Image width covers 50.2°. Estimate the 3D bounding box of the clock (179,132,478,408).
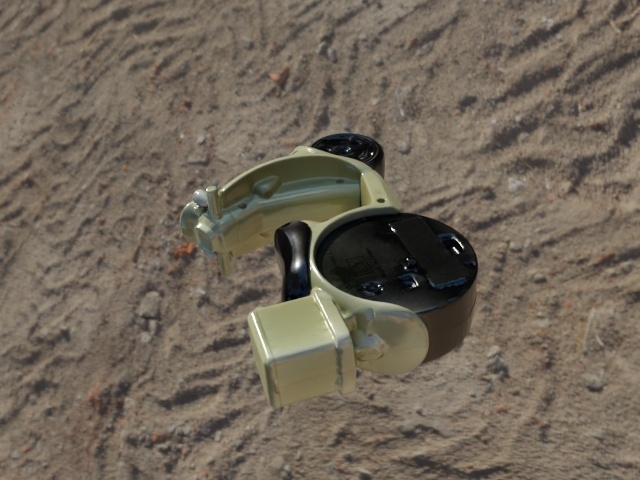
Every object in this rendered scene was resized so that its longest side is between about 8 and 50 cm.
[{"bbox_3d":[0.000,0.000,0.755,0.276,0.120,0.379,-15,36,-15],"label":"clock"}]
